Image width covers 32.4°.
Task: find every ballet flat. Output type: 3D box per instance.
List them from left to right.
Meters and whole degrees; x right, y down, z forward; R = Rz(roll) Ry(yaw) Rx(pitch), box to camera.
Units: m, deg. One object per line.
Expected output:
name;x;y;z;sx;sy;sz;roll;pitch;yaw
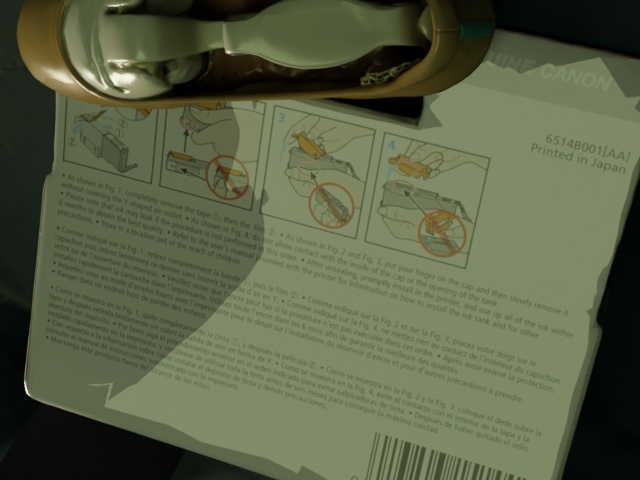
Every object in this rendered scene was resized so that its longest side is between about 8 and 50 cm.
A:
ballet flat;-0.044;-0.095;0.472;0.232;0.073;0.080;-1;105;19

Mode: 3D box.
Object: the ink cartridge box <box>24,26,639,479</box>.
ink cartridge box;0.000;0.000;0.567;0.296;0.066;0.261;15;111;13

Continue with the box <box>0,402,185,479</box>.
box;-0.185;0.210;0.721;0.103;0.261;0.184;28;138;-1
